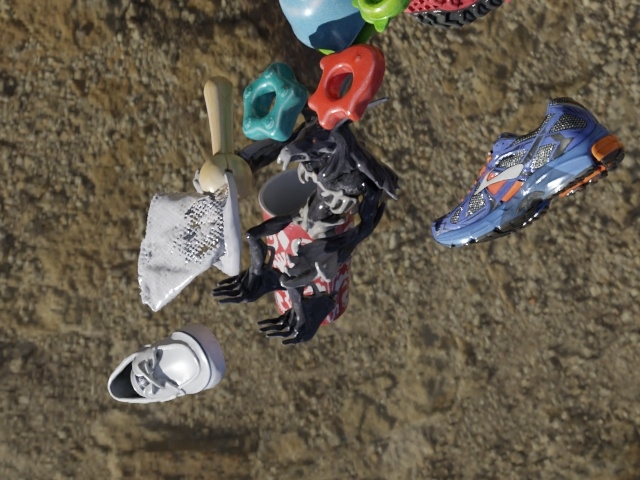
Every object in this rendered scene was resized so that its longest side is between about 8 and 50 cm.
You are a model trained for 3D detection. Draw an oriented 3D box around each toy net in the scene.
[{"bbox_3d":[-0.021,-0.054,0.469,0.045,0.122,0.232,16,107,-44],"label":"toy net"}]

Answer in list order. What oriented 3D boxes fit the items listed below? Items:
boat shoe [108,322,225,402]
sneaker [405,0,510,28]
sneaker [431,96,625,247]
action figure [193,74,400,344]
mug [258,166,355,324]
[{"bbox_3d":[-0.216,0.184,1.219,0.084,0.095,0.258,-25,175,-37],"label":"boat shoe"},{"bbox_3d":[0.168,-0.270,0.684,0.262,0.125,0.104,-14,144,36],"label":"sneaker"},{"bbox_3d":[0.194,-0.062,0.885,0.221,0.087,0.083,-36,161,36],"label":"sneaker"},{"bbox_3d":[-0.024,-0.022,0.827,0.141,0.164,0.275,-24,144,-40],"label":"action figure"},{"bbox_3d":[0.004,0.006,1.072,0.150,0.113,0.169,-24,133,-26],"label":"mug"}]
